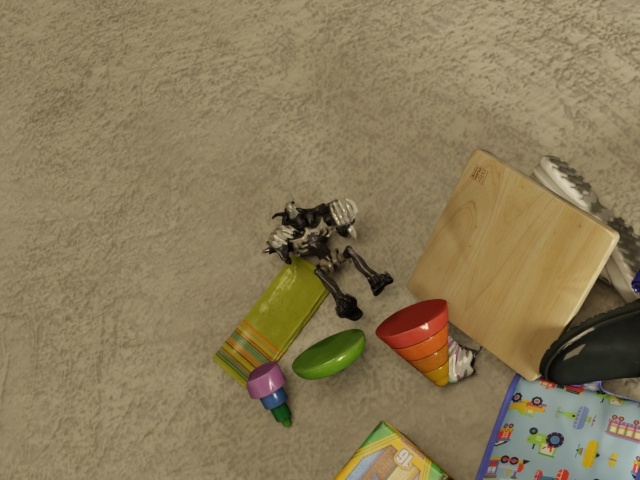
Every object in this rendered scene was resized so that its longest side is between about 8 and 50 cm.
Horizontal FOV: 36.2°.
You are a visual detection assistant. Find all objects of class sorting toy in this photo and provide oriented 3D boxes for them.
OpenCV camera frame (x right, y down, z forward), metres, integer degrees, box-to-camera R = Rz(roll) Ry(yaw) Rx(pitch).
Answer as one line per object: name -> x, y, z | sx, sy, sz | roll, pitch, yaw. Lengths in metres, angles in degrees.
sorting toy -> 0.298, 0.032, 1.489 | 0.255, 0.089, 0.257 | 37, 115, 30
sorting toy -> 0.057, 0.213, 1.548 | 0.366, 0.127, 0.126 | -23, 101, 21

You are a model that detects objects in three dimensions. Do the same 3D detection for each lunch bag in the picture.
lunch bag -> 0.353, 0.320, 1.395 | 0.221, 0.138, 0.293 | 11, 63, 26

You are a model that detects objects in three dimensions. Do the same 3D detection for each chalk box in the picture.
chalk box -> 0.087, 0.398, 1.450 | 0.132, 0.132, 0.213 | 39, 85, 28

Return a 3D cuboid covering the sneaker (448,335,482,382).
sneaker -> 0.222, 0.171, 1.545 | 0.069, 0.038, 0.098 | -18, 74, 12

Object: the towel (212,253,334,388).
towel -> -0.081, 0.138, 1.679 | 0.102, 0.021, 0.237 | 35, 84, 27

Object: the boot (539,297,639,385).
boot -> 0.461, 0.190, 1.365 | 0.246, 0.094, 0.207 | -24, 46, -7

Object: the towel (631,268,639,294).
towel -> 0.614, 0.013, 1.383 | 0.228, 0.076, 0.308 | 26, 62, 33

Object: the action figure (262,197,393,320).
action figure -> 0.000, 0.000, 1.630 | 0.164, 0.141, 0.275 | -33, 54, -14

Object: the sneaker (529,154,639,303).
sneaker -> 0.412, 0.001, 1.523 | 0.115, 0.105, 0.281 | -50, 59, 31
